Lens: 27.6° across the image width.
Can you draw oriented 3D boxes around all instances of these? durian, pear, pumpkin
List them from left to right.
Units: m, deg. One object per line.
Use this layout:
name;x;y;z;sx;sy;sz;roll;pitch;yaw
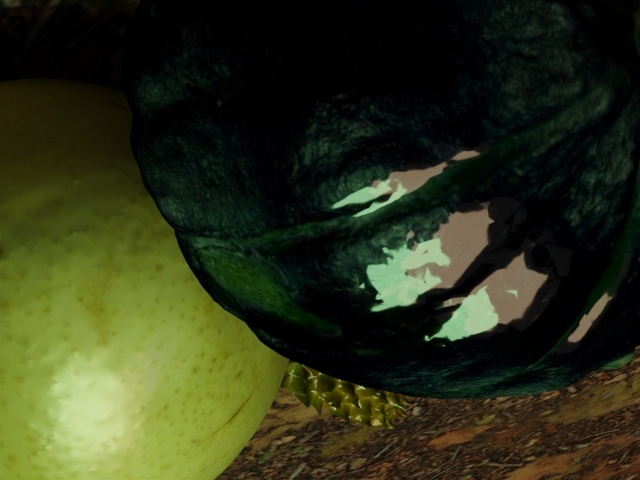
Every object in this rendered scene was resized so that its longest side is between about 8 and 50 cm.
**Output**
pear;-0.160;0.039;0.848;0.309;0.309;0.309;-17;153;-9
durian;0.032;0.084;1.283;0.260;0.154;0.186;0;123;-51
pumpkin;0.069;-0.093;0.699;0.363;0.363;0.266;2;179;-39
